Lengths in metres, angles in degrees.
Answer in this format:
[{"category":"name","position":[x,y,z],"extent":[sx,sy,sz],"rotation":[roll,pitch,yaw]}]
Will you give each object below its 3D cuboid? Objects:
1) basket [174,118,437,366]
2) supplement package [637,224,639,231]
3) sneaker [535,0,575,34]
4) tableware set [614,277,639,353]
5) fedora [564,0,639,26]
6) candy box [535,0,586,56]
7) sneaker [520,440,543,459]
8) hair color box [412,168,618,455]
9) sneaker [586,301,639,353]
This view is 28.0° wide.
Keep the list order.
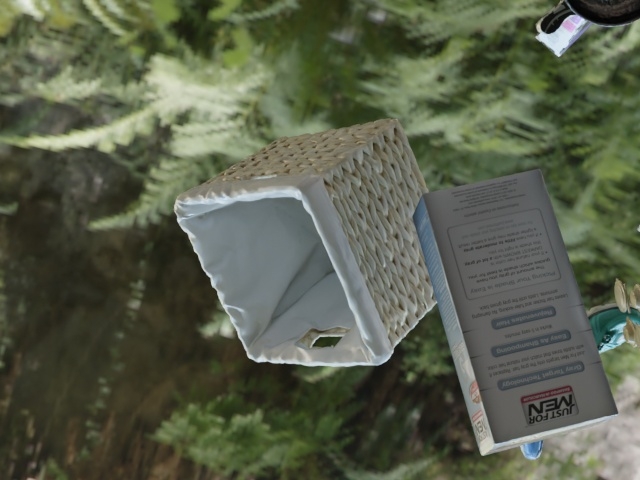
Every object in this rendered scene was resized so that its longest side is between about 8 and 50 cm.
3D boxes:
[{"category":"basket","position":[0.000,0.000,2.098],"extent":[0.328,0.331,0.266],"rotation":[-4,-152,47]},{"category":"supplement package","position":[0.595,-0.091,1.866],"extent":[0.134,0.244,0.139],"rotation":[32,166,-16]},{"category":"sneaker","position":[0.405,-0.385,2.151],"extent":[0.040,0.109,0.044],"rotation":[57,174,-11]},{"category":"tableware set","position":[0.597,0.147,2.439],"extent":[0.020,0.141,0.169],"rotation":[-10,-174,-4]},{"category":"fedora","position":[0.464,-0.447,1.789],"extent":[0.334,0.334,0.152],"rotation":[0,-170,-40]},{"category":"candy box","position":[0.559,-0.505,2.696],"extent":[0.070,0.196,0.165],"rotation":[41,-125,7]},{"category":"sneaker","position":[0.435,0.393,2.801],"extent":[0.082,0.209,0.069],"rotation":[-20,-154,-26]},{"category":"hair color box","position":[0.275,0.102,1.851],"extent":[0.185,0.375,0.113],"rotation":[-12,164,-8]},{"category":"sneaker","position":[0.547,0.224,2.648],"extent":[0.107,0.275,0.110],"rotation":[54,-164,-24]}]
